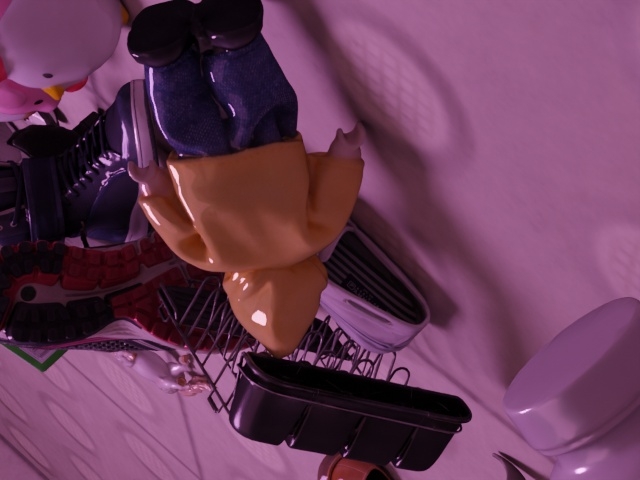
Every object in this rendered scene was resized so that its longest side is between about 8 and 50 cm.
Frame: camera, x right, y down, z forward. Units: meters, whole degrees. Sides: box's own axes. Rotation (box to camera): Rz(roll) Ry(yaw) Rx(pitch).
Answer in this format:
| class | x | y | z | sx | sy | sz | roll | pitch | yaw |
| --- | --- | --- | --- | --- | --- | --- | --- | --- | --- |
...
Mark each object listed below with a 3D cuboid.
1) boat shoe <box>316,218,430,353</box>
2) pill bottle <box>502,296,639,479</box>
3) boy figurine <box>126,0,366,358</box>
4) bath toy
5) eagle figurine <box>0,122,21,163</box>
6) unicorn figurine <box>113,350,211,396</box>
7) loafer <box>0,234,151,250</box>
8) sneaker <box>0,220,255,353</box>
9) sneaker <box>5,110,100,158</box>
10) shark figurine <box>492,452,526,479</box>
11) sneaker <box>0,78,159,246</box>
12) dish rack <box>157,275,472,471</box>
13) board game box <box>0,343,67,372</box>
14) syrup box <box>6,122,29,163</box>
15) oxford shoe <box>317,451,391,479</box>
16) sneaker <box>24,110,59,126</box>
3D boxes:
| class | x | y | z | sx | sy | sz | roll | pitch | yaw |
| --- | --- | --- | --- | --- | --- | --- | --- | --- | --- |
| boat shoe | 0.000 | 0.000 | 1.431 | 0.226 | 0.083 | 0.076 | 37 | 151 | -9 |
| pill bottle | 0.244 | 0.173 | 1.134 | 0.272 | 0.152 | 0.152 | 49 | 160 | -7 |
| boy figurine | -0.046 | -0.043 | 1.307 | 0.092 | 0.177 | 0.285 | -94 | -13 | -58 |
| bath toy | -0.286 | -0.171 | 1.585 | 0.151 | 0.129 | 0.348 | 54 | 159 | -20 |
| eagle figurine | -0.461 | -0.157 | 1.801 | 0.226 | 0.225 | 0.298 | 33 | 148 | 28 |
| unicorn figurine | -0.212 | 0.142 | 2.145 | 0.162 | 0.060 | 0.111 | 49 | 160 | -6 |
| loafer | -0.216 | 0.015 | 1.853 | 0.319 | 0.111 | 0.112 | 28 | 129 | 11 |
| sneaker | -0.180 | 0.046 | 1.627 | 0.112 | 0.299 | 0.121 | 156 | 116 | -69 |
| sneaker | -0.222 | -0.058 | 1.726 | 0.170 | 0.089 | 0.051 | 55 | 167 | -20 |
| shark figurine | 0.192 | 0.321 | 1.597 | 0.166 | 0.116 | 0.278 | 35 | 159 | 26 |
| sneaker | -0.230 | -0.064 | 1.597 | 0.226 | 0.163 | 0.086 | 107 | 159 | -56 |
| dish rack | -0.018 | 0.095 | 1.491 | 0.208 | 0.074 | 0.271 | 16 | -161 | -29 |
| board game box | -0.432 | -0.011 | 2.073 | 0.242 | 0.064 | 0.316 | 44 | -174 | -49 |
| syrup box | -0.326 | -0.022 | 2.005 | 0.237 | 0.096 | 0.093 | 47 | 161 | -4 |
| oxford shoe | 0.074 | 0.315 | 1.886 | 0.076 | 0.076 | 0.212 | 4 | 136 | 47 |
| sneaker | -0.316 | -0.141 | 1.831 | 0.109 | 0.044 | 0.040 | 38 | 157 | 18 |
